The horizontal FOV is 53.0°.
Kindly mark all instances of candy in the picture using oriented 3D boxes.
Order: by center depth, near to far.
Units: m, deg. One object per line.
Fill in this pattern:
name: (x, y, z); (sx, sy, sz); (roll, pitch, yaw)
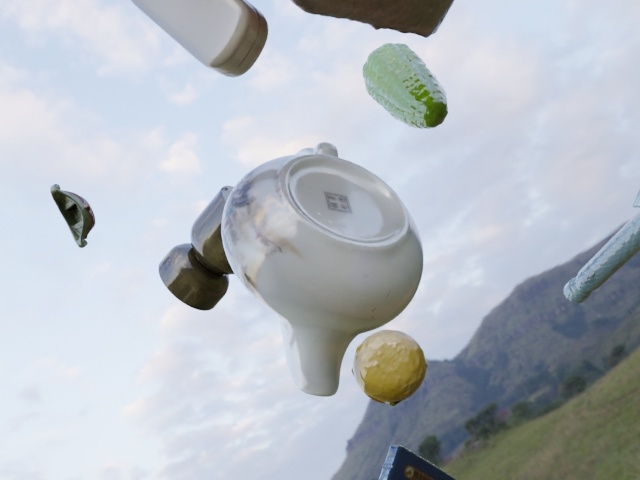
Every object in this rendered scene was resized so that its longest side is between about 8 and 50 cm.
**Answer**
candy: (0.129, -0.218, 0.931); (0.096, 0.210, 0.097); (-8, -55, -12)

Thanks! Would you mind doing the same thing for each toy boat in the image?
toy boat: (-0.657, -0.071, 1.723); (0.089, 0.185, 0.071); (-28, 0, 30)

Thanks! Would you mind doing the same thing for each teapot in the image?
teapot: (0.000, 0.000, 0.645); (0.204, 0.298, 0.139); (12, -50, -14)

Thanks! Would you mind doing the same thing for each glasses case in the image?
glasses case: (-0.139, -0.258, 0.711); (0.083, 0.196, 0.050); (-52, -25, 14)

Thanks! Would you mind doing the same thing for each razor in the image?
razor: (0.282, 0.000, 0.582); (0.106, 0.068, 0.232); (-54, -13, -25)

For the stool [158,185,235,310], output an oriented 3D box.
stool: (-0.248, 0.019, 1.570); (0.264, 0.179, 0.179); (-47, -31, 17)

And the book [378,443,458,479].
book: (0.153, 0.598, 1.051); (0.300, 0.428, 0.039); (36, -27, -22)

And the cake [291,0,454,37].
cake: (0.037, -0.376, 0.668); (0.308, 0.237, 0.230); (-13, -41, -46)

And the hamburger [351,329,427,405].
hamburger: (0.147, 0.269, 1.363); (0.162, 0.162, 0.115); (-27, -22, -4)
